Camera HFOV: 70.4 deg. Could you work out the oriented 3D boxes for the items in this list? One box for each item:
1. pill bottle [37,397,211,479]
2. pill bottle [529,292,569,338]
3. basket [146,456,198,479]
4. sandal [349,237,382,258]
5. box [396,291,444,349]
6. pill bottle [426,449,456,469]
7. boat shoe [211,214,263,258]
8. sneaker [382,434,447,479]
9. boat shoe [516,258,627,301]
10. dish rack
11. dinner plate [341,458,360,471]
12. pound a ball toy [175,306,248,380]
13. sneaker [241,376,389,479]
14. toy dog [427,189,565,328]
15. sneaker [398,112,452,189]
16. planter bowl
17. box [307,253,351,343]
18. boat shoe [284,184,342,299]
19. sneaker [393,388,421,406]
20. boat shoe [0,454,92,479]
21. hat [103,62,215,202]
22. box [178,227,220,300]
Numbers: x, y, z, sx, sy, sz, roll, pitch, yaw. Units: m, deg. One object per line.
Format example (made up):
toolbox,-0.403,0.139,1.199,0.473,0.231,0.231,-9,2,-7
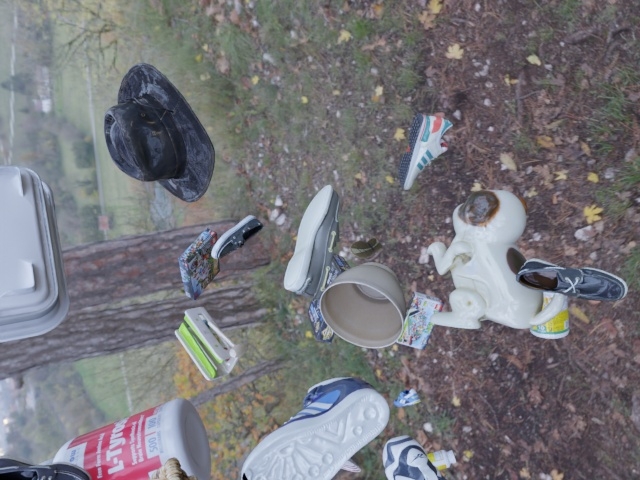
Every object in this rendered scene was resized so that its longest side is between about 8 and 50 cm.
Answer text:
pill bottle,-0.502,0.572,1.130,0.229,0.408,0.228,159,90,-86
pill bottle,0.733,0.199,1.466,0.118,0.118,0.208,1,105,43
basket,-0.216,0.471,0.530,0.223,0.213,0.299,41,97,1
sandal,0.167,0.036,1.707,0.049,0.180,0.072,-45,73,36
box,0.366,0.298,1.678,0.114,0.036,0.206,16,110,-1
pill bottle,0.307,0.572,1.179,0.083,0.043,0.043,-18,84,6
boat shoe,-0.190,-0.005,1.046,0.040,0.142,0.049,32,150,21
sneaker,0.182,0.480,0.788,0.153,0.094,0.234,-165,73,-71
boat shoe,0.596,0.105,1.090,0.233,0.079,0.084,13,113,40
dish rack,-0.550,0.001,0.677,0.072,0.286,0.332,-56,51,44
dinner plate,0.041,0.574,1.195,0.141,0.017,0.141,17,145,12
pound a ball toy,-0.409,0.386,1.781,0.319,0.136,0.208,43,114,28
sneaker,-0.020,0.403,0.964,0.130,0.323,0.236,62,164,2
toy dog,0.502,0.050,1.361,0.395,0.285,0.407,174,93,-64
sneaker,0.198,-0.160,0.855,0.057,0.075,0.161,-96,11,-48
planter bowl,0.093,0.109,0.870,0.162,0.109,0.162,14,130,17
box,0.037,0.223,1.842,0.295,0.073,0.293,-125,52,-76
boat shoe,-0.002,0.001,1.140,0.109,0.091,0.304,-26,41,54
sneaker,0.338,0.621,1.793,0.144,0.053,0.059,-40,65,51
boat shoe,-0.584,0.499,0.933,0.075,0.206,0.065,-71,17,-4
hat,-0.397,-0.219,1.024,0.331,0.134,0.331,20,127,29
box,-0.425,0.087,1.611,0.044,0.159,0.233,26,143,12
